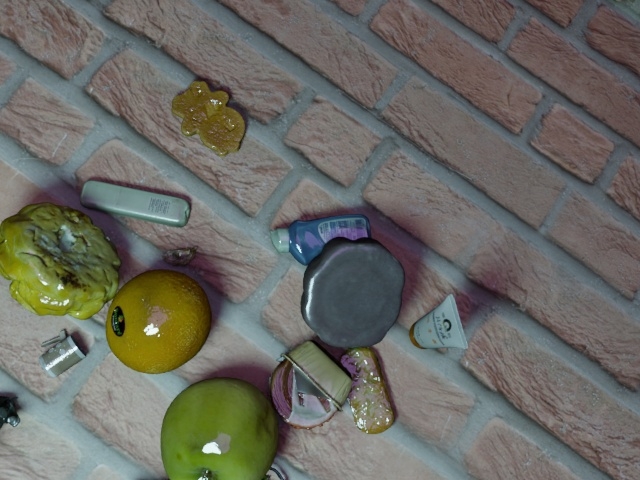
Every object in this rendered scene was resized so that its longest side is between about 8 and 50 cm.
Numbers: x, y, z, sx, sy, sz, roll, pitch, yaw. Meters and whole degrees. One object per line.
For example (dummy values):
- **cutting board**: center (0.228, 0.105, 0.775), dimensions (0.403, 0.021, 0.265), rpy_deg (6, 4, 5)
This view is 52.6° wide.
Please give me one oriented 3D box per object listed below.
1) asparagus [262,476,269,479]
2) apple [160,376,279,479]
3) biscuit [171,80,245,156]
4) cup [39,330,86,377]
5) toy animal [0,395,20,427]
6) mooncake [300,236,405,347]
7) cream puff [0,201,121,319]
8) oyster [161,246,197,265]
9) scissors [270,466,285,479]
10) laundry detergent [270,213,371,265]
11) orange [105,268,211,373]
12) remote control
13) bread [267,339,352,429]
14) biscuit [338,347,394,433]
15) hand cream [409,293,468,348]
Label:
- **asparagus**: center (-0.181, 0.657, 1.710), dimensions (0.108, 0.021, 0.025), rpy_deg (-30, 89, -15)
- **apple**: center (-0.249, 0.475, 1.611), dimensions (0.295, 0.258, 0.234), rpy_deg (9, 117, -1)
- **biscuit**: center (-0.327, -0.363, 1.942), dimensions (0.249, 0.035, 0.184), rpy_deg (41, 75, 3)
- **cup**: center (-0.687, 0.295, 1.702), dimensions (0.099, 0.074, 0.102), rpy_deg (-36, 83, -15)
- **toy animal**: center (-0.846, 0.488, 1.598), dimensions (0.245, 0.146, 0.115), rpy_deg (-36, 113, -33)
- **mooncake**: center (0.086, 0.138, 1.773), dimensions (0.306, 0.154, 0.306), rpy_deg (-1, 100, -7)
- **cream puff**: center (-0.693, 0.078, 1.662), dimensions (0.324, 0.257, 0.291), rpy_deg (49, 30, -6)
- **oyster**: center (-0.400, 0.044, 1.839), dimensions (0.083, 0.038, 0.081), rpy_deg (11, 45, 23)
- **scissors**: center (-0.058, 0.691, 1.709), dimensions (0.300, 0.022, 0.109), rpy_deg (26, 78, -8)
- **laundry detergent**: center (0.000, 0.000, 1.872), dimensions (0.289, 0.094, 0.144), rpy_deg (-2, 86, -6)
- **orange**: center (-0.416, 0.209, 1.669), dimensions (0.274, 0.274, 0.274), rpy_deg (2, 76, -8)
- **remote control**: center (-0.528, -0.106, 1.846), dimensions (0.309, 0.038, 0.090), rpy_deg (11, 76, -5)
- **bread**: center (-0.037, 0.394, 1.736), dimensions (0.224, 0.142, 0.212), rpy_deg (43, 71, 4)
- **biscuit**: center (0.128, 0.417, 1.813), dimensions (0.118, 0.029, 0.247), rpy_deg (-15, 79, -5)
- **hand cream**: center (0.325, 0.241, 1.737), dimensions (0.089, 0.314, 0.140), rpy_deg (-11, 75, -14)
